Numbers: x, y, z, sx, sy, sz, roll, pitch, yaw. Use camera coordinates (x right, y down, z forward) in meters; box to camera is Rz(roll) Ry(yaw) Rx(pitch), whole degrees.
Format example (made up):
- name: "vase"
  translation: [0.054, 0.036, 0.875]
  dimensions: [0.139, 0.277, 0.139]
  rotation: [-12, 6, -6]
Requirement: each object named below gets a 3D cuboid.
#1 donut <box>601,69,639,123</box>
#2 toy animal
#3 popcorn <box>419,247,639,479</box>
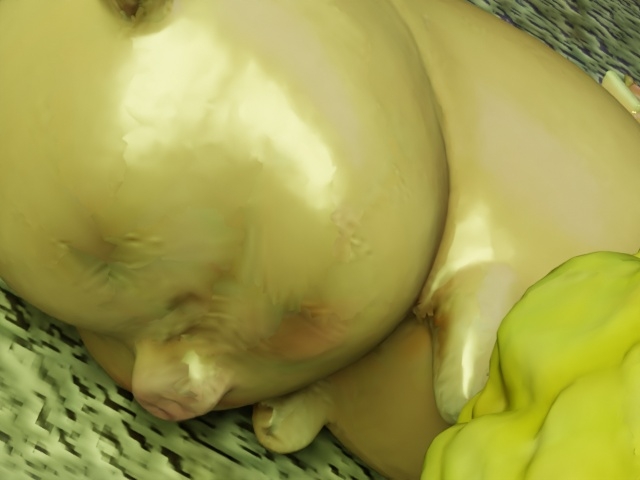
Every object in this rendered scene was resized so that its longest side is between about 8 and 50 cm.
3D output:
- name: "donut"
  translation: [0.178, -0.023, 0.864]
  dimensions: [0.117, 0.065, 0.166]
  rotation: [44, 33, 18]
- name: "toy animal"
  translation: [0.007, -0.009, 0.578]
  dimensions: [0.250, 0.166, 0.154]
  rotation: [30, 45, -30]
- name: "popcorn"
  translation: [0.137, 0.104, 0.458]
  dimensions: [0.249, 0.249, 0.225]
  rotation: [9, 2, -37]
